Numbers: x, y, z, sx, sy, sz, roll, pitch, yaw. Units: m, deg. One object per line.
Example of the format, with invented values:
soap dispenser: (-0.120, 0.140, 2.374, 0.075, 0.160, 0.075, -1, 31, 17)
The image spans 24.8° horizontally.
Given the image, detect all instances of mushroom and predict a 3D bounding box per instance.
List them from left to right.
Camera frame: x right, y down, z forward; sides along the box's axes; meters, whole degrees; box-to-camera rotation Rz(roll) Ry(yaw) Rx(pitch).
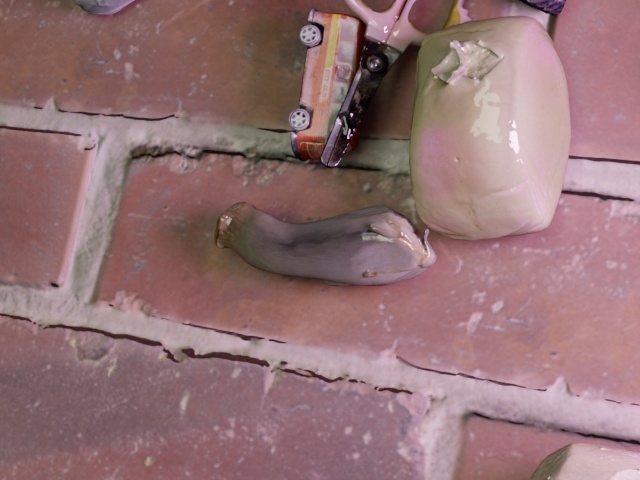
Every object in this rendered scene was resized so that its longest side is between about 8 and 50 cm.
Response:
mushroom: (0.000, 0.002, 1.641, 0.278, 0.099, 0.096, 2, 73, 28)

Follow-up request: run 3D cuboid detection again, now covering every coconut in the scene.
coconut: (0.283, 0.277, 1.406, 0.162, 0.161, 0.161, 6, 80, 34)

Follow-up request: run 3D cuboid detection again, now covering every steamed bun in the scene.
steamed bun: (0.172, -0.125, 1.557, 0.170, 0.152, 0.238, -3, 74, 25)

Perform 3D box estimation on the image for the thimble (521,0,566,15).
thimble: (0.227, -0.295, 1.610, 0.104, 0.095, 0.066, 25, 100, -8)

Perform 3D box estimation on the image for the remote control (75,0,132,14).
remote control: (-0.220, -0.378, 1.858, 0.247, 0.052, 0.104, -30, 68, 13)

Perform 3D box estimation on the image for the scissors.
scissors: (0.073, -0.222, 1.650, 0.160, 0.024, 0.317, 25, 77, -2)

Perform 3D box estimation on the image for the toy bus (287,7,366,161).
toy bus: (0.013, -0.177, 1.688, 0.077, 0.079, 0.174, 4, 79, 16)
